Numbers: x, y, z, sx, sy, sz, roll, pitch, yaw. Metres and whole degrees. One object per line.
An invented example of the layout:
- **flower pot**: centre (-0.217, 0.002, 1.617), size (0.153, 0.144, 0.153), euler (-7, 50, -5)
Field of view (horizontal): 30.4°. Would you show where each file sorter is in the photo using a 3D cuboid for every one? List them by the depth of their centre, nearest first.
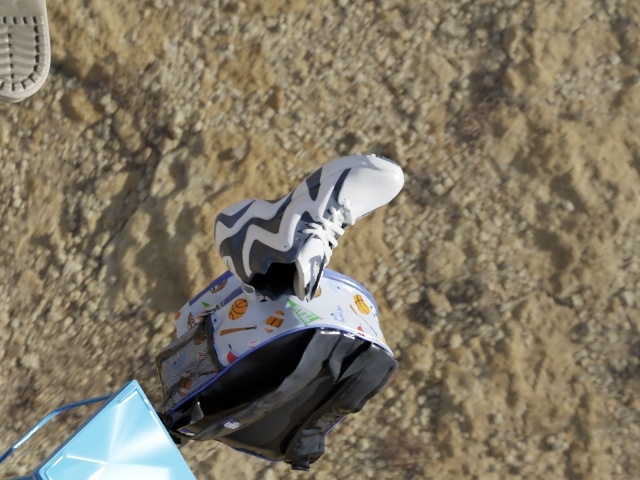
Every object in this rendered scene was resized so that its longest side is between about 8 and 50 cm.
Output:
- **file sorter**: centre (-0.171, 0.219, 0.925), size (0.118, 0.104, 0.170), euler (-46, 113, -49)

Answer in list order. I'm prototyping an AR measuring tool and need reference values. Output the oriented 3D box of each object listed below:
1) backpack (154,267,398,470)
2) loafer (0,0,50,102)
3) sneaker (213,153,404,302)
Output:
- **backpack**: centre (-0.046, 0.145, 1.481), size (0.276, 0.263, 0.213), euler (23, 44, -45)
- **loafer**: centre (-0.305, -0.247, 1.098), size (0.102, 0.092, 0.268), euler (10, 69, -31)
- **sneaker**: centre (0.000, 0.000, 1.351), size (0.235, 0.094, 0.153), euler (-17, 49, -4)
